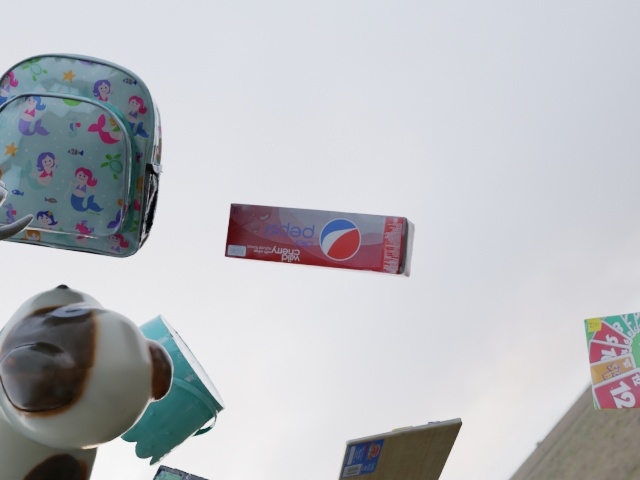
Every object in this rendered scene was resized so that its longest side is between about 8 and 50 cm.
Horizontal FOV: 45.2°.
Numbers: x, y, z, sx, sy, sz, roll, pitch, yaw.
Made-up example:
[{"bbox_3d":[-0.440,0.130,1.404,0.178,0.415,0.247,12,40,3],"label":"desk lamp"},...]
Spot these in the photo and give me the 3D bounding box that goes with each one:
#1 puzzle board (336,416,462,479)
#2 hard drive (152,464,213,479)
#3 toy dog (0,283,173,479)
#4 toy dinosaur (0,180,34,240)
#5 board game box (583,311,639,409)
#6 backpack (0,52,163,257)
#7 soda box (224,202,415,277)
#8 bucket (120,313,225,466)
[{"bbox_3d":[0.059,0.189,0.639,0.096,0.011,0.128,-7,-44,-14],"label":"puzzle board"},{"bbox_3d":[-0.199,0.506,1.231,0.064,0.339,0.237,44,-122,-35],"label":"hard drive"},{"bbox_3d":[-0.388,0.238,1.010,0.285,0.395,0.408,18,-58,-45],"label":"toy dog"},{"bbox_3d":[-0.263,-0.011,0.215,0.160,0.314,0.121,-118,48,-74],"label":"toy dinosaur"},{"bbox_3d":[0.457,0.145,0.961,0.039,0.124,0.259,7,-16,-40],"label":"board game box"},{"bbox_3d":[-0.320,-0.113,0.997,0.191,0.225,0.253,162,117,-84],"label":"backpack"},{"bbox_3d":[0.000,0.000,1.121,0.092,0.263,0.083,21,-104,-74],"label":"soda box"},{"bbox_3d":[-0.333,0.298,1.565,0.183,0.281,0.281,-35,-23,-8],"label":"bucket"}]
